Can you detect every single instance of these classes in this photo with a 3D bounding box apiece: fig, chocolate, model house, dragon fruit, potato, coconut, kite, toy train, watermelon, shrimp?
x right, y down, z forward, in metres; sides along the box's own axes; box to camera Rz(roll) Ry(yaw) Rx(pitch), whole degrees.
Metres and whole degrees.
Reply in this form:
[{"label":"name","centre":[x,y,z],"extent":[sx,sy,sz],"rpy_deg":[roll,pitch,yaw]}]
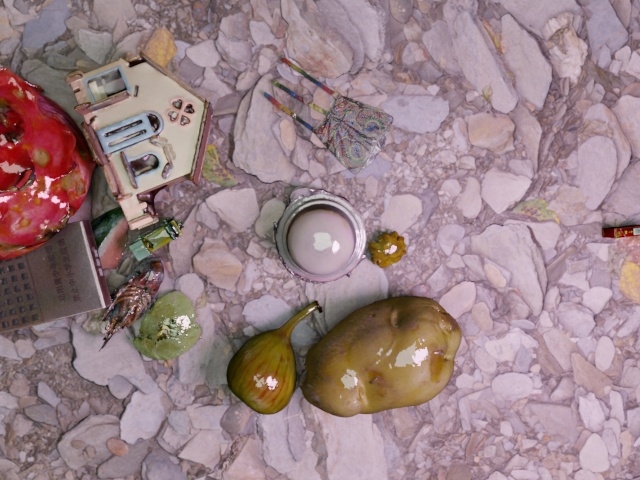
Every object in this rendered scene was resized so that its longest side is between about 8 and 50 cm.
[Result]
[{"label":"fig","centre":[-0.086,0.228,1.231],"extent":[0.151,0.151,0.259],"rpy_deg":[33,84,-5]},{"label":"chocolate","centre":[0.001,-0.008,1.222],"extent":[0.221,0.147,0.222],"rpy_deg":[0,90,-2]},{"label":"model house","centre":[-0.325,-0.211,1.178],"extent":[0.244,0.169,0.326],"rpy_deg":[-22,90,-7]},{"label":"dragon fruit","centre":[-0.631,-0.162,1.087],"extent":[0.370,0.249,0.387],"rpy_deg":[2,72,5]},{"label":"potato","centre":[0.121,0.241,1.212],"extent":[0.350,0.202,0.218],"rpy_deg":[-17,93,-3]},{"label":"coconut","centre":[-0.318,0.188,1.253],"extent":[0.133,0.055,0.158],"rpy_deg":[22,92,-3]},{"label":"kite","centre":[0.014,-0.275,1.277],"extent":[0.285,0.015,0.152],"rpy_deg":[34,87,-7]},{"label":"toy train","centre":[-0.341,-0.004,1.230],"extent":[0.122,0.081,0.050],"rpy_deg":[-31,101,-2]},{"label":"watermelon","centre":[-0.451,-0.010,1.241],"extent":[0.101,0.080,0.155],"rpy_deg":[28,93,30]},{"label":"shrimp","centre":[-0.398,0.136,1.237],"extent":[0.090,0.079,0.233],"rpy_deg":[30,93,-43]}]

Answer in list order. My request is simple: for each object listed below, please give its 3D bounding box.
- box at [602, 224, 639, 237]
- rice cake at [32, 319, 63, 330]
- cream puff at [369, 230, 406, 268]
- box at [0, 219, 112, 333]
[{"label":"box","centre":[0.679,-0.021,1.316],"extent":[0.081,0.051,0.023],"rpy_deg":[-7,92,-4]},{"label":"rice cake","centre":[-0.603,0.088,1.223],"extent":[0.069,0.063,0.207],"rpy_deg":[-30,93,4]},{"label":"cream puff","centre":[0.146,0.021,1.276],"extent":[0.083,0.058,0.083],"rpy_deg":[-1,95,-6]},{"label":"box","centre":[-0.594,0.083,1.165],"extent":[0.324,0.047,0.181],"rpy_deg":[-14,94,2]}]
